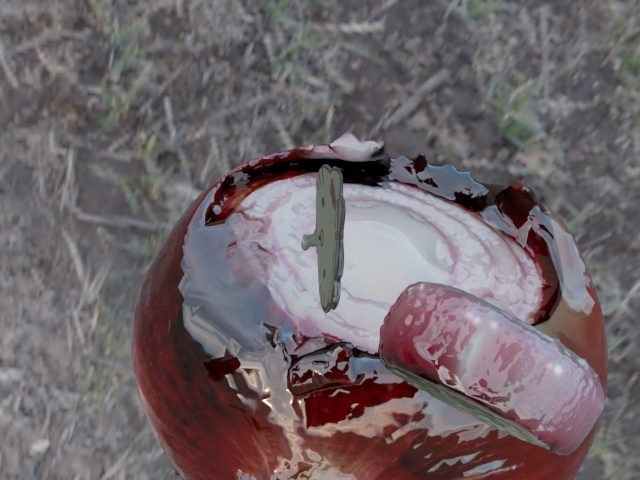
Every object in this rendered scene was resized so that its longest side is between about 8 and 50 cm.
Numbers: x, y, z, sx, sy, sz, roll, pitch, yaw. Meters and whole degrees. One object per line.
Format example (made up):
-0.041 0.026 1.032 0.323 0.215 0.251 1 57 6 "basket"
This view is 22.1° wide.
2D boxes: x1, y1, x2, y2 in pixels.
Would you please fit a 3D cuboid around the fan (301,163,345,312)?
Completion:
0.000 0.000 0.621 0.004 0.083 0.056 1 86 -10 "fan"

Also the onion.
0.029 0.089 1.201 0.341 0.341 0.341 5 67 -11 "onion"

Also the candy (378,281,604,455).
0.074 0.056 0.715 0.103 0.103 0.043 29 82 1 "candy"
